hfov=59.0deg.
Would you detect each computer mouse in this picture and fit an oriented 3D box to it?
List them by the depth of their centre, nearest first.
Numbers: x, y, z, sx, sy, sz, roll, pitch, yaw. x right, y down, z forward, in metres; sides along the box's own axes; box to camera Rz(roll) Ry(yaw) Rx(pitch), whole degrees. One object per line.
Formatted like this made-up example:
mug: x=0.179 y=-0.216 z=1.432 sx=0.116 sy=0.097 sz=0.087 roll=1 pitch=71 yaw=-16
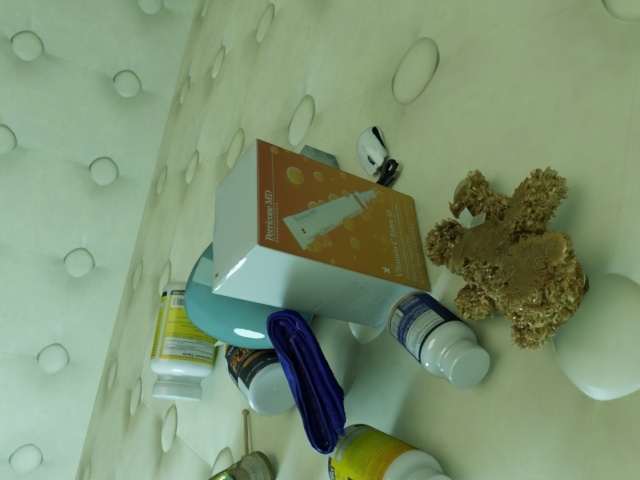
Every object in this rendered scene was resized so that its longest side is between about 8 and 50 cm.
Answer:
computer mouse: x=0.109 y=-0.178 z=1.216 sx=0.106 sy=0.042 sz=0.193 roll=-52 pitch=36 yaw=35

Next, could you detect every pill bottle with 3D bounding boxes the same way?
pill bottle: x=0.107 y=0.366 z=0.868 sx=0.215 sy=0.117 sz=0.117 roll=-2 pitch=74 yaw=60
pill bottle: x=0.181 y=0.153 z=0.874 sx=0.169 sy=0.094 sz=0.094 roll=43 pitch=113 yaw=58
pill bottle: x=-0.148 y=0.298 z=1.328 sx=0.245 sy=0.130 sz=0.131 roll=26 pitch=99 yaw=60
pill bottle: x=-0.408 y=0.307 z=1.711 sx=0.188 sy=0.187 sz=0.334 roll=-23 pitch=56 yaw=54

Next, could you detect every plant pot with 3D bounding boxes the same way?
plant pot: x=-0.123 y=0.126 z=1.248 sx=0.195 sy=0.290 sz=0.290 roll=33 pitch=106 yaw=31

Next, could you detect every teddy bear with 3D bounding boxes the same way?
teddy bear: x=0.264 y=0.015 z=0.813 sx=0.245 sy=0.113 sz=0.338 roll=-67 pitch=22 yaw=-3

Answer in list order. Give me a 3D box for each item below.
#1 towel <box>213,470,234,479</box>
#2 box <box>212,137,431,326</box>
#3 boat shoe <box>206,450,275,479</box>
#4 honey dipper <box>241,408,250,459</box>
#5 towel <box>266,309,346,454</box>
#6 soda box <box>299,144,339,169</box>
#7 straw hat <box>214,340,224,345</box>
towel: x=-0.162 y=0.604 z=1.178 sx=0.102 sy=0.021 sz=0.237 roll=-46 pitch=71 yaw=30
box: x=0.000 y=0.000 z=1.004 sx=0.168 sy=0.345 sz=0.215 roll=-42 pitch=43 yaw=43
boat shoe: x=-0.239 y=0.602 z=1.313 sx=0.122 sy=0.110 sz=0.341 roll=52 pitch=124 yaw=23
honey dipper: x=-0.185 y=0.492 z=1.397 sx=0.030 sy=0.030 sz=0.161 roll=-52 pitch=34 yaw=33
towel: x=-0.016 y=0.225 z=0.997 sx=0.308 sy=0.076 sz=0.228 roll=95 pitch=154 yaw=-84
soda box: x=0.004 y=-0.093 z=1.304 sx=0.098 sy=0.091 sz=0.286 roll=-54 pitch=35 yaw=32
straw hat: x=-0.213 y=0.267 z=1.519 sx=0.061 sy=0.144 sz=0.144 roll=54 pitch=133 yaw=8
